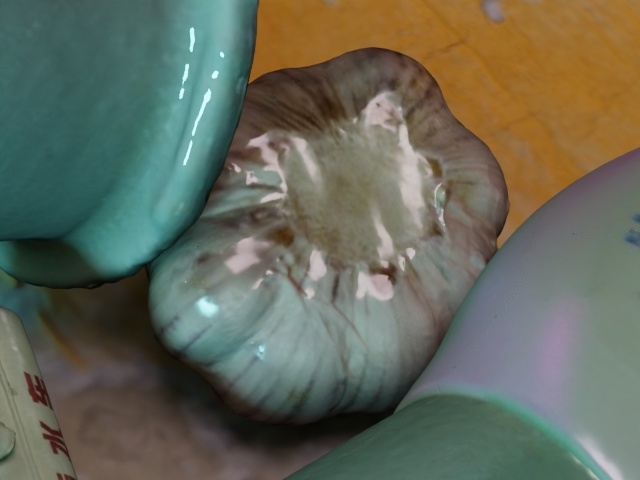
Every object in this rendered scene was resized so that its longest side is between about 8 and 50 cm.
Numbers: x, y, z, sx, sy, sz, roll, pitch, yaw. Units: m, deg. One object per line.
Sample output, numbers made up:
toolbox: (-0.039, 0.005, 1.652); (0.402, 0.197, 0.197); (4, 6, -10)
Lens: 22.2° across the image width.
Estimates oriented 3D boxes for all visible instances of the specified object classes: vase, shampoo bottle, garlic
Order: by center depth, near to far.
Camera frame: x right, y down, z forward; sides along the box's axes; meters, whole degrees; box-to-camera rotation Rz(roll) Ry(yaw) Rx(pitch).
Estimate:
vase: (-0.205, -0.088, 0.535); (0.291, 0.245, 0.245); (-6, 48, -39)
shampoo bottle: (0.108, 0.092, 0.550); (0.349, 0.151, 0.222); (-28, 72, -32)
garlic: (0.000, 0.000, 0.644); (0.147, 0.102, 0.159); (32, 61, -2)

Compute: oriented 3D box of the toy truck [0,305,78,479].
toy truck: (-0.103, 0.105, 0.535); (0.074, 0.088, 0.201); (-11, 52, -22)
